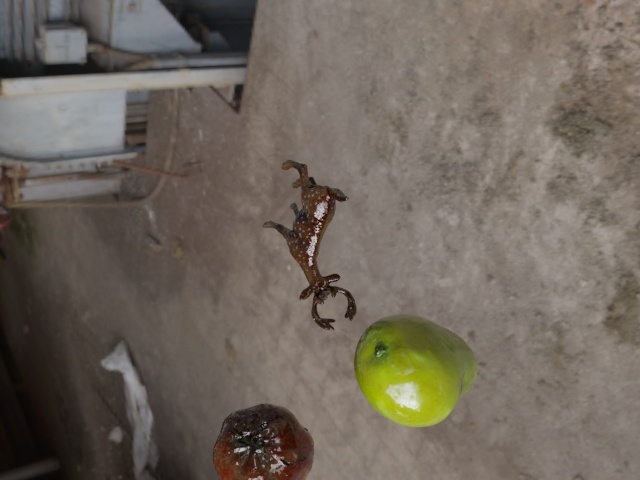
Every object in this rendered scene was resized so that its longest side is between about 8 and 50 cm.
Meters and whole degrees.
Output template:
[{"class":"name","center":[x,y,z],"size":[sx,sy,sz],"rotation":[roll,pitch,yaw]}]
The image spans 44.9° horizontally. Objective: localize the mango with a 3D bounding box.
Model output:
[{"class":"mango","center":[0.153,0.204,1.266],"size":[0.185,0.273,0.149],"rotation":[40,111,14]}]

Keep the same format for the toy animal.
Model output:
[{"class":"toy animal","center":[-0.017,0.005,1.374],"size":[0.260,0.087,0.243],"rotation":[50,144,42]}]

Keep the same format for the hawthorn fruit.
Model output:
[{"class":"hawthorn fruit","center":[-0.101,0.393,1.394],"size":[0.181,0.181,0.235],"rotation":[57,163,31]}]
